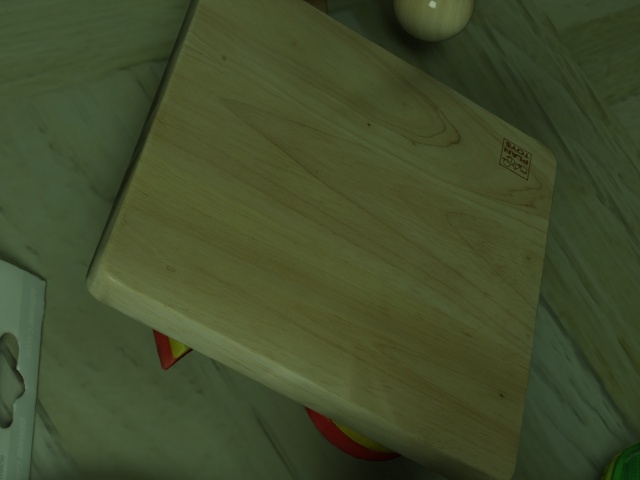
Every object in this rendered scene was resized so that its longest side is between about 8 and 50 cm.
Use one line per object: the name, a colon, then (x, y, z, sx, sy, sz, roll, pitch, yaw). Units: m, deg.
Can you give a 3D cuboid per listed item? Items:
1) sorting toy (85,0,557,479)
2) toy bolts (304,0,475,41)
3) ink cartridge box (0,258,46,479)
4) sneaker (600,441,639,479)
sorting toy: (0.000, 0.000, 0.908, 0.257, 0.089, 0.255, 29, 48, -17)
toy bolts: (0.014, -0.221, 1.074, 0.228, 0.158, 0.218, -2, 22, -25)
ink cartridge box: (-0.224, 0.052, 0.764, 0.179, 0.045, 0.145, 31, 44, -39)
sneaker: (0.293, 0.152, 0.988, 0.295, 0.123, 0.109, -9, 67, -38)
